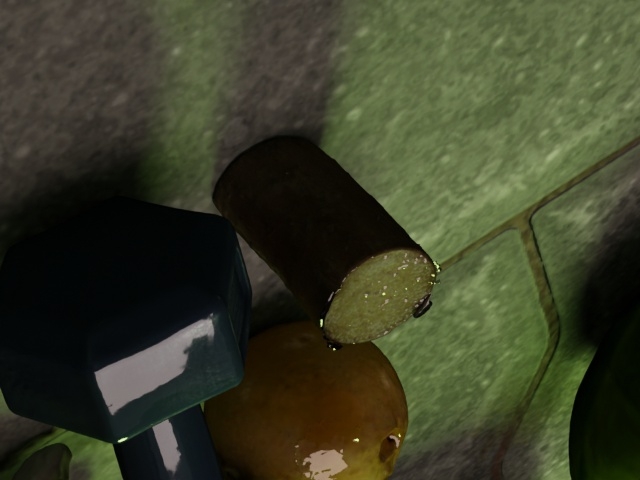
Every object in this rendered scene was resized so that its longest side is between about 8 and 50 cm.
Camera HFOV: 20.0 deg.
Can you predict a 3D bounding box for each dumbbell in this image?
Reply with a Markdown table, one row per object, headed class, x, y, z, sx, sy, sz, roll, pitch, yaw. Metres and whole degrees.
| class | x | y | z | sx | sy | sz | roll | pitch | yaw |
| --- | --- | --- | --- | --- | --- | --- | --- | --- | --- |
| dumbbell | -0.090 | 0.133 | 1.067 | 0.143 | 0.156 | 0.316 | -48 | 138 | -39 |

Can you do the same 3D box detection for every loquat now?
| class | x | y | z | sx | sy | sz | roll | pitch | yaw |
| --- | --- | --- | --- | --- | --- | --- | --- | --- | --- |
| loquat | -0.012 | 0.123 | 1.212 | 0.141 | 0.141 | 0.141 | -24 | 146 | -17 |

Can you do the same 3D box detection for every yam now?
| class | x | y | z | sx | sy | sz | roll | pitch | yaw |
| --- | --- | --- | --- | --- | --- | --- | --- | --- | --- |
| yam | 0.002 | -0.002 | 1.073 | 0.084 | 0.127 | 0.084 | -25 | 143 | -21 |

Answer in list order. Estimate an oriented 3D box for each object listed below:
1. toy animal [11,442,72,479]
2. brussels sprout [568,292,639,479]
| class | x | y | z | sx | sy | sz | roll | pitch | yaw |
| --- | --- | --- | --- | --- | --- | --- | --- | --- | --- |
| toy animal | -0.198 | 0.298 | 1.170 | 0.302 | 0.225 | 0.284 | -40 | 135 | -51 |
| brussels sprout | 0.350 | 0.150 | 1.453 | 0.354 | 0.281 | 0.289 | 3 | 104 | -70 |
